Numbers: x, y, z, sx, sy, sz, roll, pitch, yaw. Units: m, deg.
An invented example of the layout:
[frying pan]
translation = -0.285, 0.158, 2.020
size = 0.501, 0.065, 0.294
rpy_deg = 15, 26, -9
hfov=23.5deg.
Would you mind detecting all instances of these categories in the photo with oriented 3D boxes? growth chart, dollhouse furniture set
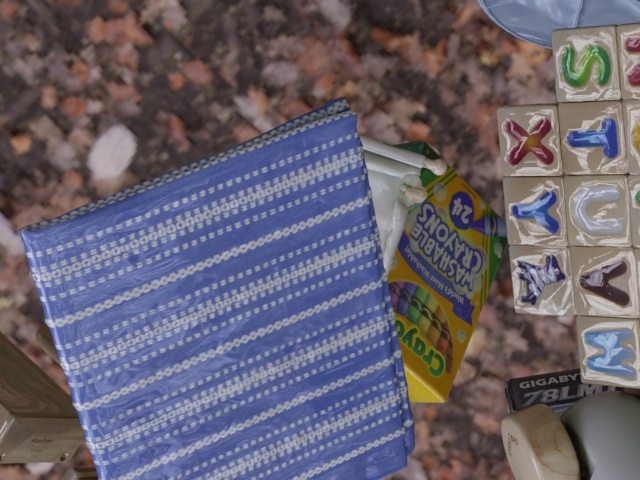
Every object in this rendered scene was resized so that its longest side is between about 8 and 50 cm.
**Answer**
[growth chart]
translation = 0.000, 0.000, 1.492
size = 0.172, 0.021, 0.237
rpy_deg = 23, 97, -8
[dollhouse furniture set]
translation = -0.354, 0.247, 1.327
size = 0.174, 0.303, 0.355
rpy_deg = 38, 103, 28

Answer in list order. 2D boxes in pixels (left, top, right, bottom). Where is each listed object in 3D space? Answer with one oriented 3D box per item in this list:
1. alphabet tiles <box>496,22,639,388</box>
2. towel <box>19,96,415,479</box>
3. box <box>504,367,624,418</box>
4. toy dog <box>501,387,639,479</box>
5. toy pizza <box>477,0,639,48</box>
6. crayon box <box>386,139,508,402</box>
[alphabet tiles]
translation = 0.283, -0.022, 1.145
size = 0.342, 0.011, 0.285
rpy_deg = 1, 101, 39
[towel]
translation = -0.058, 0.081, 1.084
size = 0.040, 0.243, 0.336
rpy_deg = 45, 153, 49
[box]
translation = 0.363, 0.262, 1.660
size = 0.295, 0.073, 0.293
rpy_deg = -11, 116, 4
[toy dog]
translation = 0.265, 0.247, 1.211
size = 0.220, 0.334, 0.161
rpy_deg = -6, 143, 5
[toy pizza]
translation = 0.230, -0.238, 1.321
size = 0.201, 0.032, 0.201
rpy_deg = 2, 145, 2
[crayon box]
translation = 0.110, 0.062, 1.960
size = 0.083, 0.323, 0.203
rpy_deg = -5, 142, 48
